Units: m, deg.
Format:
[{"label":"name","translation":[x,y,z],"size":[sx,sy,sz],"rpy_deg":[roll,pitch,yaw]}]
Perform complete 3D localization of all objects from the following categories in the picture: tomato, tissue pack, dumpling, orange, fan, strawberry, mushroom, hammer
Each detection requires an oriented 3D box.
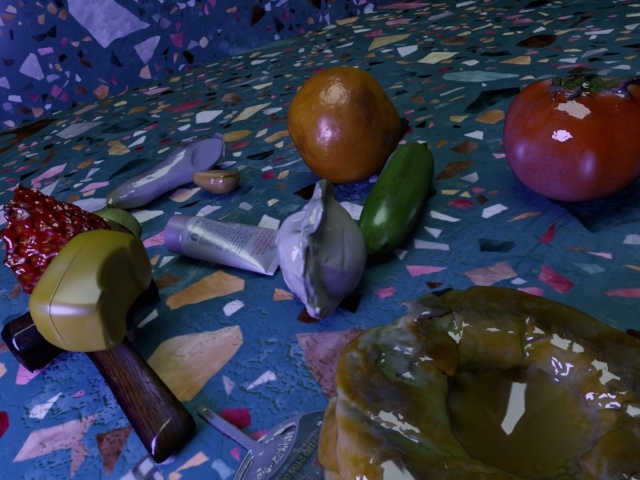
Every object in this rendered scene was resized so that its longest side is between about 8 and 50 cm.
[{"label":"tomato","translation":[0.462,-0.189,0.863],"size":[0.256,0.224,0.255],"rpy_deg":[-7,31,4]},{"label":"tissue pack","translation":[-0.341,0.070,0.713],"size":[0.127,0.123,0.178],"rpy_deg":[3,42,2]},{"label":"dumpling","translation":[0.000,0.000,0.779],"size":[0.147,0.193,0.258],"rpy_deg":[-1,33,11]},{"label":"orange","translation":[0.053,-0.256,1.080],"size":[0.261,0.261,0.261],"rpy_deg":[-9,34,6]},{"label":"fan","translation":[-0.044,0.285,0.543],"size":[0.295,0.012,0.223],"rpy_deg":[-3,36,15]},{"label":"strawberry","translation":[-0.519,-0.007,0.973],"size":[0.178,0.233,0.234],"rpy_deg":[-4,32,-12]},{"label":"mushroom","translation":[-0.399,-0.175,1.265],"size":[0.351,0.097,0.109],"rpy_deg":[-36,39,-26]},{"label":"hammer","translation":[-0.310,0.172,0.733],"size":[0.242,0.095,0.409],"rpy_deg":[-34,41,-28]}]

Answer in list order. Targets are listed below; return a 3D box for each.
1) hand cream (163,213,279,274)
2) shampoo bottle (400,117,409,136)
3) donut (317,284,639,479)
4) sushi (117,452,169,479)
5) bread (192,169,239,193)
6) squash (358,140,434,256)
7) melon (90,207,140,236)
[{"label":"hand cream","translation":[-0.180,0.003,0.956],"size":[0.248,0.083,0.133],"rpy_deg":[12,41,16]},{"label":"shampoo bottle","translation":[0.198,-0.286,1.273],"size":[0.048,0.027,0.137],"rpy_deg":[6,38,29]},{"label":"donut","translation":[0.168,0.192,0.461],"size":[0.361,0.169,0.360],"rpy_deg":[-3,34,2]},{"label":"sushi","translation":[-0.118,0.403,0.337],"size":[0.373,0.100,0.296],"rpy_deg":[29,61,33]},{"label":"bread","translation":[-0.259,-0.145,1.203],"size":[0.115,0.056,0.082],"rpy_deg":[6,16,22]},{"label":"squash","translation":[0.161,-0.105,0.956],"size":[0.107,0.107,0.395],"rpy_deg":[3,36,24]},{"label":"melon","translation":[-0.498,-0.042,1.118],"size":[0.160,0.079,0.128],"rpy_deg":[-9,29,8]}]
